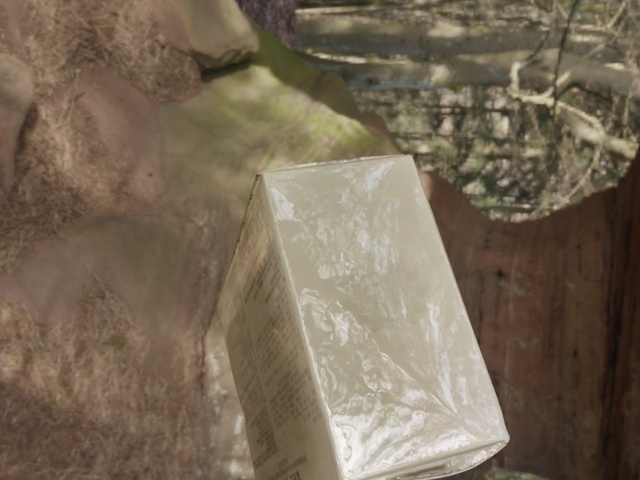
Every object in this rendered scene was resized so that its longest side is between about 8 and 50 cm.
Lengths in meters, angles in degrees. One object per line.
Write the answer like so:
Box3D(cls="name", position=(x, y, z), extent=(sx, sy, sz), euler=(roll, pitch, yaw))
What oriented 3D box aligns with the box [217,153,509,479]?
Box3D(cls="box", position=(0.006, 0.073, 0.433), extent=(0.212, 0.095, 0.168), euler=(120, -41, -62))
